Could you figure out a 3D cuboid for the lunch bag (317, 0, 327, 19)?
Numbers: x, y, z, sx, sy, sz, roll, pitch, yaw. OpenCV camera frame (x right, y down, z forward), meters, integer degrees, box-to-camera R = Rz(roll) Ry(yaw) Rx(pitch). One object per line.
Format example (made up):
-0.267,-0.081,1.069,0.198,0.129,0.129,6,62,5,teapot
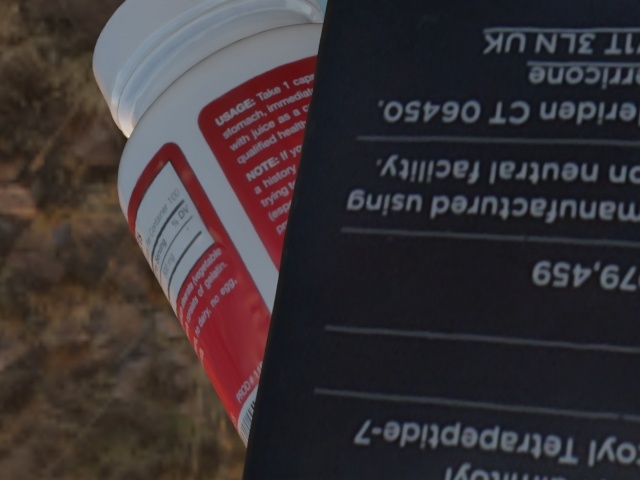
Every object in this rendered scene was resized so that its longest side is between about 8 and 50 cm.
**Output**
-0.105,-0.270,1.799,0.160,0.262,0.223,15,112,-39,lunch bag

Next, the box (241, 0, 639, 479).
0.168,0.195,0.563,0.297,0.471,0.480,2,161,19,box

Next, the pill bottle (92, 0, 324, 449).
0.000,0.000,1.096,0.229,0.407,0.229,-25,156,-12,pill bottle
